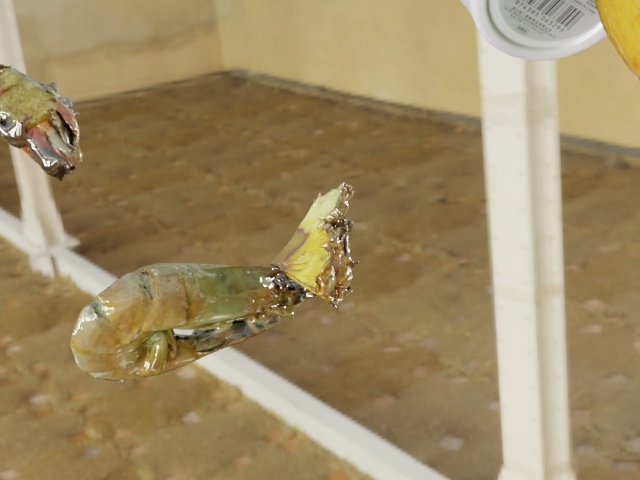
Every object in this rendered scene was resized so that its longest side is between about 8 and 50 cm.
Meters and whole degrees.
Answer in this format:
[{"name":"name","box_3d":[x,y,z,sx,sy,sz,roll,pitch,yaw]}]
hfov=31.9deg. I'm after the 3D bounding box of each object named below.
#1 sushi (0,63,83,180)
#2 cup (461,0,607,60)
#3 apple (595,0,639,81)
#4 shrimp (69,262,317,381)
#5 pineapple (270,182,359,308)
[{"name":"sushi","box_3d":[-0.397,-0.179,1.520,0.226,0.097,0.103,42,-173,5]},{"name":"cup","box_3d":[0.276,-0.427,1.471,0.253,0.253,0.371,-6,-133,1]},{"name":"apple","box_3d":[0.369,-0.240,0.943,0.299,0.275,0.299,2,-129,-2]},{"name":"shrimp","box_3d":[-0.112,0.073,1.066,0.267,0.145,0.061,-15,-133,-38]},{"name":"pineapple","box_3d":[0.000,0.000,1.036,0.077,0.114,0.114,14,179,13]}]
